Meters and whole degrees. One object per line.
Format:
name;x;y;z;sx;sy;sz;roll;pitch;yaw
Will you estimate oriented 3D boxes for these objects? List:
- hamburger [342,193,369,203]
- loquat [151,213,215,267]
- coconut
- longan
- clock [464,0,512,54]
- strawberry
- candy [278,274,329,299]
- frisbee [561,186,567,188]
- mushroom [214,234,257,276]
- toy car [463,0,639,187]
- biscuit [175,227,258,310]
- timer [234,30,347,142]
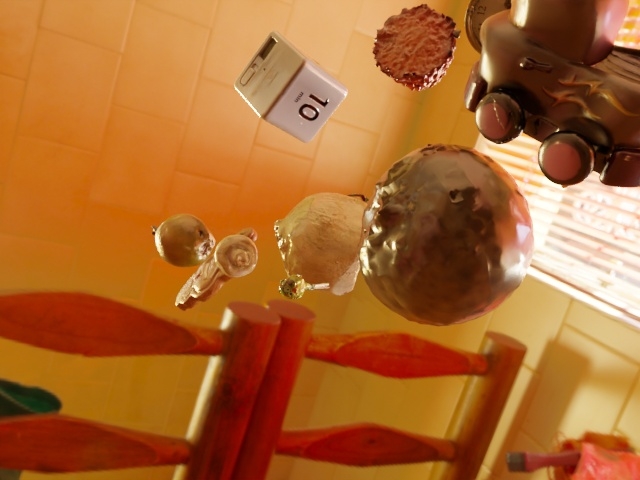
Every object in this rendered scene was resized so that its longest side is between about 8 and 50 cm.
hamburger;0.149;-0.115;2.486;0.137;0.166;0.087;0;11;20
loquat;-0.530;-0.004;2.232;0.246;0.213;0.213;18;10;15
coconut;0.000;0.000;2.281;0.405;0.404;0.404;18;11;-3
longan;0.258;-0.011;1.268;0.391;0.391;0.391;18;11;-3
clock;0.493;-0.588;1.544;0.237;0.237;0.057;17;39;-6
strawberry;0.268;-0.505;1.609;0.234;0.234;0.178;22;-6;20
candy;-0.040;0.139;1.803;0.077;0.073;0.262;-3;-3;29
frisbee;0.640;-0.202;1.407;0.035;0.192;0.192;45;15;7
mushroom;-0.160;0.030;1.131;0.083;0.083;0.067;12;0;-28
toy car;0.385;-0.249;0.852;0.341;0.240;0.271;38;47;26
biscuit;-0.317;0.090;1.780;0.047;0.334;0.202;42;20;-25
timer;-0.080;-0.412;1.600;0.195;0.192;0.194;21;24;-49
